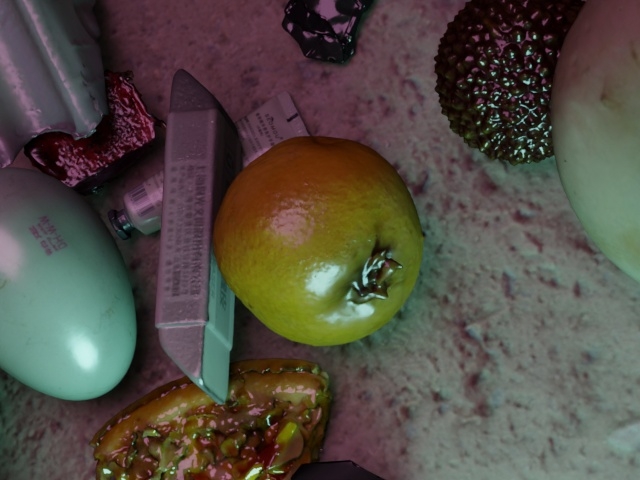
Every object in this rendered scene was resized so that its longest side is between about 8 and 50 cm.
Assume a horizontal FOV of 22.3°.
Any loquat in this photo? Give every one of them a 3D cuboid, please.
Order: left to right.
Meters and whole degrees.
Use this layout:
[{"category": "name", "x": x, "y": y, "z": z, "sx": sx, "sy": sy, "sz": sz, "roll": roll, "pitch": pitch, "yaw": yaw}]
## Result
[{"category": "loquat", "x": 0.000, "y": 0.000, "z": 1.576, "sx": 0.208, "sy": 0.208, "sz": 0.208, "roll": -7, "pitch": 71, "yaw": 21}]

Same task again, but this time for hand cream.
[{"category": "hand cream", "x": -0.121, "y": -0.075, "z": 1.742, "sx": 0.234, "sy": 0.050, "sz": 0.080, "roll": -30, "pitch": 60, "yaw": 7}]

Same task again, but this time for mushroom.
[{"category": "mushroom", "x": 0.385, "y": -0.114, "z": 1.436, "sx": 0.362, "sy": 0.294, "sz": 0.362, "roll": 3, "pitch": 108, "yaw": 10}]

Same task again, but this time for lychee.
[{"category": "lychee", "x": 0.192, "y": -0.165, "z": 1.564, "sx": 0.188, "sy": 0.188, "sz": 0.188, "roll": -7, "pitch": 71, "yaw": 21}]

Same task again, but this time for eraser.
[{"category": "eraser", "x": -0.123, "y": -0.009, "z": 1.644, "sx": 0.061, "sy": 0.089, "sz": 0.352, "roll": -5, "pitch": 67, "yaw": 15}]

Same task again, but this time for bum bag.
[{"category": "bum bag", "x": 0.027, "y": -0.285, "z": 1.741, "sx": 0.087, "sy": 0.049, "sz": 0.197, "roll": 24, "pitch": 84, "yaw": 22}]

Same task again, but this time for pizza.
[{"category": "pizza", "x": -0.124, "y": 0.249, "z": 1.624, "sx": 0.251, "sy": 0.074, "sz": 0.287, "roll": 4, "pitch": 73, "yaw": 26}]

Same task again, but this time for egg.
[{"category": "egg", "x": -0.292, "y": 0.046, "z": 1.690, "sx": 0.183, "sy": 0.183, "sz": 0.264, "roll": -33, "pitch": 89, "yaw": 10}]

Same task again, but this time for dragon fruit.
[{"category": "dragon fruit", "x": -0.244, "y": -0.107, "z": 1.782, "sx": 0.147, "sy": 0.096, "sz": 0.102, "roll": -35, "pitch": 77, "yaw": -8}]

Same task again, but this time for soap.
[{"category": "soap", "x": -0.326, "y": -0.234, "z": 1.820, "sx": 0.159, "sy": 0.258, "sz": 0.302, "roll": -24, "pitch": 89, "yaw": 11}]

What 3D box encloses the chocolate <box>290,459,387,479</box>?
[{"category": "chocolate", "x": 0.042, "y": 0.275, "z": 1.543, "sx": 0.125, "sy": 0.080, "sz": 0.148, "roll": -29, "pitch": 57, "yaw": -1}]
